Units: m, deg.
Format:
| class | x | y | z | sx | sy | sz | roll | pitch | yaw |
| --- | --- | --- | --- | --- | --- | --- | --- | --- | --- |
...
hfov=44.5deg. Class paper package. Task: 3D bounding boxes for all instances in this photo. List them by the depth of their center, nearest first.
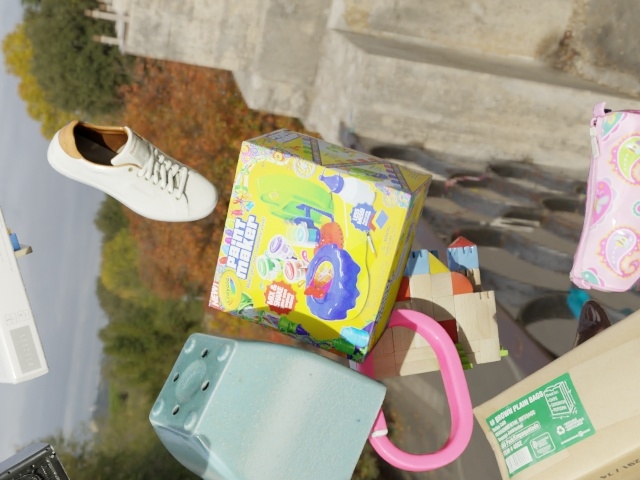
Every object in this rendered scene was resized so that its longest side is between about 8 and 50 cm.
| class | x | y | z | sx | sy | sz | roll | pitch | yaw |
| --- | --- | --- | --- | --- | --- | --- | --- | --- | --- |
| paper package | 0.449 | 0.265 | 1.152 | 0.325 | 0.309 | 0.168 | -40 | 48 | 28 |

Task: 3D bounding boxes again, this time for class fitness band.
| class | x | y | z | sx | sy | sz | roll | pitch | yaw |
| --- | --- | --- | --- | --- | --- | --- | --- | --- | --- |
| fitness band | 0.167 | 0.267 | 1.416 | 0.054 | 0.209 | 0.291 | 126 | 136 | -60 |

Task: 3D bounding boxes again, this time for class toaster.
| class | x | y | z | sx | sy | sz | roll | pitch | yaw |
| --- | --- | --- | --- | --- | --- | --- | --- | --- | --- |
| toaster | -0.518 | 0.468 | 1.356 | 0.110 | 0.185 | 0.168 | -13 | 105 | 58 |

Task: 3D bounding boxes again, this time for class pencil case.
| class | x | y | z | sx | sy | sz | roll | pitch | yaw |
| --- | --- | --- | --- | --- | --- | --- | --- | --- | --- |
| pencil case | 0.452 | -0.063 | 1.192 | 0.124 | 0.124 | 0.284 | -158 | 74 | -77 |

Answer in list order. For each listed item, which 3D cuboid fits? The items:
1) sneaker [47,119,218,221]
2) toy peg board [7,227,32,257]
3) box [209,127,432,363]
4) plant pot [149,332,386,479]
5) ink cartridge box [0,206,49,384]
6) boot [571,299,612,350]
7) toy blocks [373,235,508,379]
| class | x | y | z | sx | sy | sz | roll | pitch | yaw |
| --- | --- | --- | --- | --- | --- | --- | --- | --- | --- |
| sneaker | -0.289 | -0.111 | 1.272 | 0.123 | 0.290 | 0.106 | -29 | 49 | 54 |
| toy peg board | -0.747 | 0.012 | 1.724 | 0.160 | 0.161 | 0.079 | 5 | 114 | 53 |
| box | 0.000 | 0.000 | 1.290 | 0.177 | 0.279 | 0.290 | -38 | -36 | -66 |
| plant pot | -0.103 | 0.262 | 1.183 | 0.247 | 0.252 | 0.248 | -1 | 58 | 54 |
| ink cartridge box | -0.584 | 0.103 | 1.382 | 0.261 | 0.066 | 0.296 | -14 | 92 | 55 |
| boot | 0.681 | 0.281 | 2.009 | 0.090 | 0.207 | 0.249 | -3 | 88 | 37 |
| toy blocks | 0.206 | 0.130 | 1.591 | 0.190 | 0.381 | 0.261 | 171 | 94 | -69 |
